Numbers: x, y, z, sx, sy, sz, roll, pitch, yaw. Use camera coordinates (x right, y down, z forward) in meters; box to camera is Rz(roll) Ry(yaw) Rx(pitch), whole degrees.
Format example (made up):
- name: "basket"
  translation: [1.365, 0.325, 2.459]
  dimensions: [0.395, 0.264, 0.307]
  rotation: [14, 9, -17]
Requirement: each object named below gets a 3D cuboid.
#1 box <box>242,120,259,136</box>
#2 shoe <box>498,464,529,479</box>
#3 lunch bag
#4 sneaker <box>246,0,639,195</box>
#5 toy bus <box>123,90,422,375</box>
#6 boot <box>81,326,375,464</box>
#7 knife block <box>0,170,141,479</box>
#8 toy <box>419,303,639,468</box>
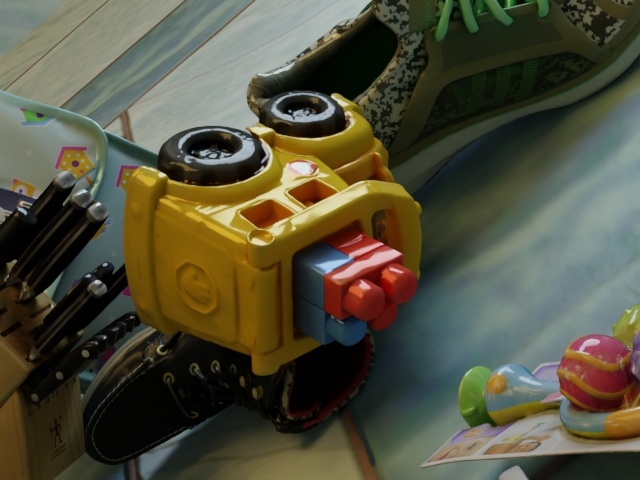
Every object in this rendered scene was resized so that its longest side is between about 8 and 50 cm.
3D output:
- name: "box"
  translation: [-0.023, -0.073, 1.420]
  dimensions: [0.126, 0.072, 0.137]
  rotation: [-30, 27, 26]
- name: "shoe"
  translation: [0.106, 0.193, 0.780]
  dimensions: [0.081, 0.063, 0.178]
  rotation: [-36, 27, 6]
- name: "lunch bag"
  translation: [-0.232, 0.008, 1.299]
  dimensions: [0.160, 0.262, 0.223]
  rotation: [-1, 66, 57]
- name: "sneaker"
  translation: [0.113, -0.173, 1.188]
  dimensions: [0.410, 0.182, 0.158]
  rotation: [-36, 59, 14]
- name: "toy bus"
  translation: [0.000, 0.000, 1.074]
  dimensions: [0.211, 0.149, 0.220]
  rotation: [25, 39, 39]
- name: "boot"
  translation: [-0.078, 0.112, 1.158]
  dimensions: [0.236, 0.085, 0.178]
  rotation: [-37, 24, -10]
- name: "knife block"
  translation: [-0.268, 0.067, 1.135]
  dimensions: [0.276, 0.242, 0.088]
  rotation: [3, 16, 21]
- name: "toy"
  translation: [0.169, 0.073, 0.848]
  dimensions: [0.137, 0.056, 0.237]
  rotation: [-32, 8, -40]
